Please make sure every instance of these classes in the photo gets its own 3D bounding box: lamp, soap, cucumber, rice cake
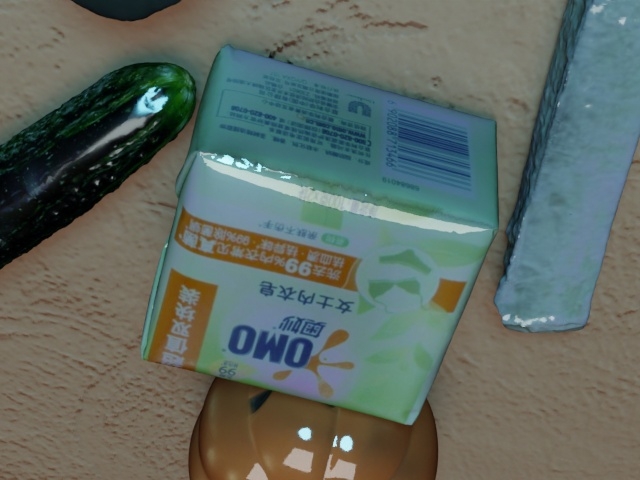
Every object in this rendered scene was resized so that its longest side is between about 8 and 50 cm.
[{"bbox_3d":[-0.006,0.165,0.888,0.188,0.164,0.187,1,128,2],"label":"lamp"},{"bbox_3d":[0.000,0.000,0.783,0.199,0.138,0.182,14,127,-6],"label":"soap"},{"bbox_3d":[-0.181,-0.045,0.808,0.241,0.074,0.074,-30,118,23],"label":"cucumber"},{"bbox_3d":[0.173,-0.084,0.756,0.073,0.056,0.364,7,126,0],"label":"rice cake"}]

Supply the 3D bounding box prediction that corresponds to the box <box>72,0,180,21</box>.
[{"bbox_3d":[-0.101,-0.324,0.589,0.350,0.091,0.359,40,120,-23],"label":"box"}]
